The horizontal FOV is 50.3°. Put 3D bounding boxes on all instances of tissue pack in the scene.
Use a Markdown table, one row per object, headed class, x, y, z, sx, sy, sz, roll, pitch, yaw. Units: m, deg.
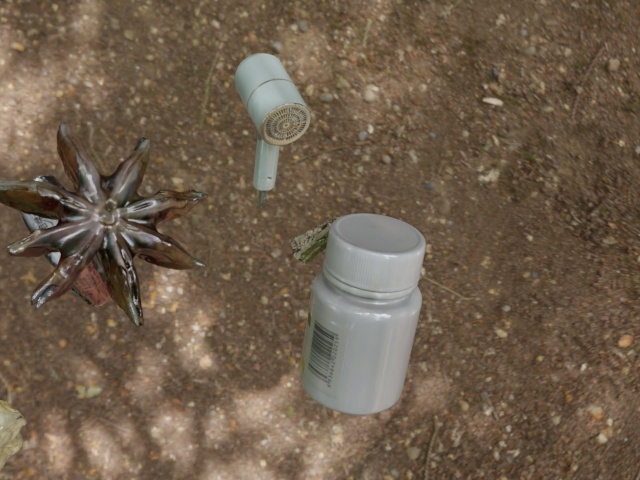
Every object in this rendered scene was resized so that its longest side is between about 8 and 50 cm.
| class | x | y | z | sx | sy | sz | roll | pitch | yaw |
| --- | --- | --- | --- | --- | --- | --- | --- | --- | --- |
| tissue pack | -0.599 | 0.014 | 1.636 | 0.123 | 0.332 | 0.245 | -34 | 75 | -17 |

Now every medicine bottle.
| class | x | y | z | sx | sy | sz | roll | pitch | yaw |
| --- | --- | --- | --- | --- | --- | --- | --- | --- | --- |
| medicine bottle | 0.081 | 0.136 | 1.288 | 0.208 | 0.208 | 0.340 | 25 | 120 | 32 |

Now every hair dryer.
| class | x | y | z | sx | sy | sz | roll | pitch | yaw |
| --- | --- | --- | --- | --- | --- | --- | --- | --- | --- |
| hair dryer | -0.117 | -0.197 | 1.421 | 0.357 | 0.107 | 0.173 | 104 | 148 | -48 |

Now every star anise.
| class | x | y | z | sx | sy | sz | roll | pitch | yaw |
| --- | --- | --- | --- | --- | --- | --- | --- | --- | --- |
| star anise | -0.276 | -0.021 | 0.852 | 0.088 | 0.288 | 0.288 | -42 | 62 | 53 |

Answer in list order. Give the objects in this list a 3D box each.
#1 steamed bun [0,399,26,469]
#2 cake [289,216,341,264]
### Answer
| class | x | y | z | sx | sy | sz | roll | pitch | yaw |
| --- | --- | --- | --- | --- | --- | --- | --- | --- | --- |
| steamed bun | -0.541 | 0.319 | 0.890 | 0.137 | 0.292 | 0.295 | 36 | 86 | 5 |
| cake | 0.000 | 0.000 | 1.367 | 0.140 | 0.051 | 0.055 | -27 | 50 | 34 |
